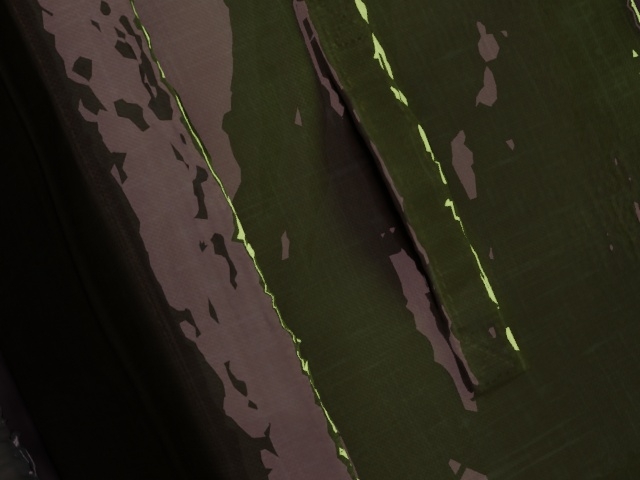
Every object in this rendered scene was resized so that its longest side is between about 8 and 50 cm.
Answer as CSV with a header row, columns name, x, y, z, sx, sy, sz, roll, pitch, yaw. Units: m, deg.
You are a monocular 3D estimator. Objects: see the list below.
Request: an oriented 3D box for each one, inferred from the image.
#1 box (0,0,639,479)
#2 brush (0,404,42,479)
name,x,y,z,sx,sy,sz,roll,pitch,yaw
box,0.000,0.000,0.450,0.149,0.155,0.231,-25,89,-24
brush,-0.143,0.097,0.401,0.218,0.010,0.082,-19,76,-48
